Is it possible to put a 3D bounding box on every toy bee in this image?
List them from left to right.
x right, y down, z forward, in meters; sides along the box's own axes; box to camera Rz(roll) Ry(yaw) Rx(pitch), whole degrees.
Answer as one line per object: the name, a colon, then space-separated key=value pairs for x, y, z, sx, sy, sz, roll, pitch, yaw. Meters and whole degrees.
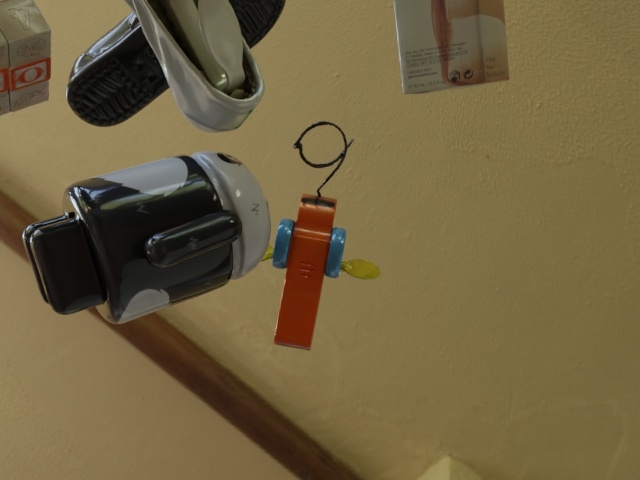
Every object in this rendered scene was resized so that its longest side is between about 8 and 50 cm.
toy bee: x=0.000 y=0.000 z=0.956 sx=0.195 sy=0.162 sz=0.298 roll=31 pitch=-83 yaw=-1

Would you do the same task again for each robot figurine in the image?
robot figurine: x=-0.194 y=-0.009 z=0.787 sx=0.209 sy=0.278 sz=0.173 roll=52 pitch=-33 yaw=32

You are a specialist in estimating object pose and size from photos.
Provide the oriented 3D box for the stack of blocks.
stack of blocks: x=-0.395 y=-0.275 z=0.696 sx=0.297 sy=0.087 sz=0.171 roll=57 pitch=-29 yaw=6

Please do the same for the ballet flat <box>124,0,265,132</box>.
ballet flat: x=-0.173 y=-0.312 z=0.754 sx=0.139 sy=0.139 sz=0.400 roll=-21 pitch=-71 yaw=19

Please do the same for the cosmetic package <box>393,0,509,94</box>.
cosmetic package: x=0.189 y=-0.372 z=0.976 sx=0.129 sy=0.153 sz=0.296 roll=-1 pitch=-76 yaw=31

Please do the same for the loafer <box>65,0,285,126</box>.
loafer: x=-0.224 y=-0.318 z=0.986 sx=0.366 sy=0.130 sz=0.134 roll=-31 pitch=-40 yaw=-2
